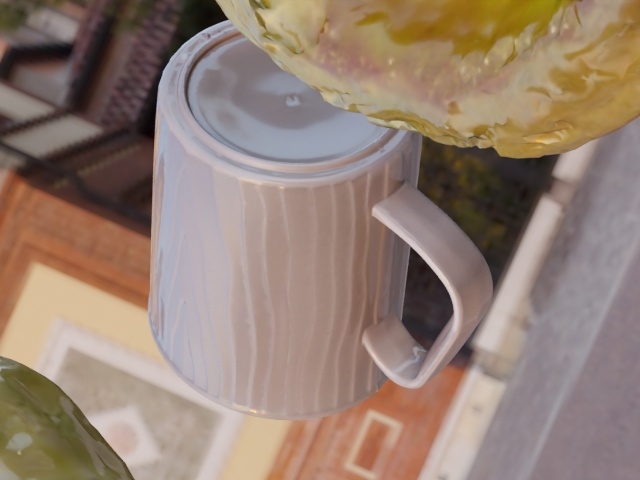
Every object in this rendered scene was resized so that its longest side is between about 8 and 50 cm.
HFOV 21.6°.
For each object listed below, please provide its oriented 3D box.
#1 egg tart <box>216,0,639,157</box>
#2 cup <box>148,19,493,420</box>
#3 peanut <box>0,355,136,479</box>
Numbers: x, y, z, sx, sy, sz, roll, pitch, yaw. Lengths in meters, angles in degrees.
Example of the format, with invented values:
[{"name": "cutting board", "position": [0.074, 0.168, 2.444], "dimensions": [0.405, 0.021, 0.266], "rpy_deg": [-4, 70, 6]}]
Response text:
[{"name": "egg tart", "position": [0.065, -0.230, 0.799], "dimensions": [0.169, 0.388, 0.388], "rpy_deg": [-28, -27, -38]}, {"name": "cup", "position": [-0.018, 0.004, 1.314], "dimensions": [0.273, 0.208, 0.288], "rpy_deg": [96, 154, -45]}, {"name": "peanut", "position": [-0.082, 0.156, 0.650], "dimensions": [0.147, 0.319, 0.147], "rpy_deg": [-31, -33, -23]}]
